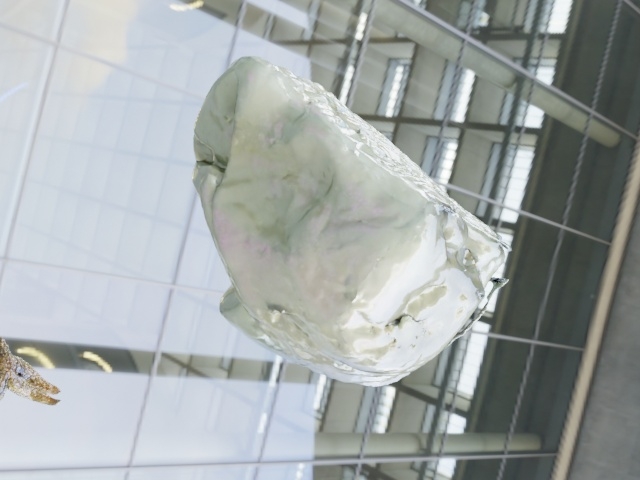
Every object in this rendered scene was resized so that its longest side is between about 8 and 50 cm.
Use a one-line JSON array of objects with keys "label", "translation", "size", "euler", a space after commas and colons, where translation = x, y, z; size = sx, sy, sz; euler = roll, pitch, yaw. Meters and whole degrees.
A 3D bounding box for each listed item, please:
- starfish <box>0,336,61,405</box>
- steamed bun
[{"label": "starfish", "translation": [-0.351, 0.132, 0.819], "size": [0.041, 0.133, 0.130], "euler": [-38, -112, 48]}, {"label": "steamed bun", "translation": [0.000, 0.000, 0.661], "size": [0.280, 0.268, 0.207], "euler": [44, -78, 16]}]
